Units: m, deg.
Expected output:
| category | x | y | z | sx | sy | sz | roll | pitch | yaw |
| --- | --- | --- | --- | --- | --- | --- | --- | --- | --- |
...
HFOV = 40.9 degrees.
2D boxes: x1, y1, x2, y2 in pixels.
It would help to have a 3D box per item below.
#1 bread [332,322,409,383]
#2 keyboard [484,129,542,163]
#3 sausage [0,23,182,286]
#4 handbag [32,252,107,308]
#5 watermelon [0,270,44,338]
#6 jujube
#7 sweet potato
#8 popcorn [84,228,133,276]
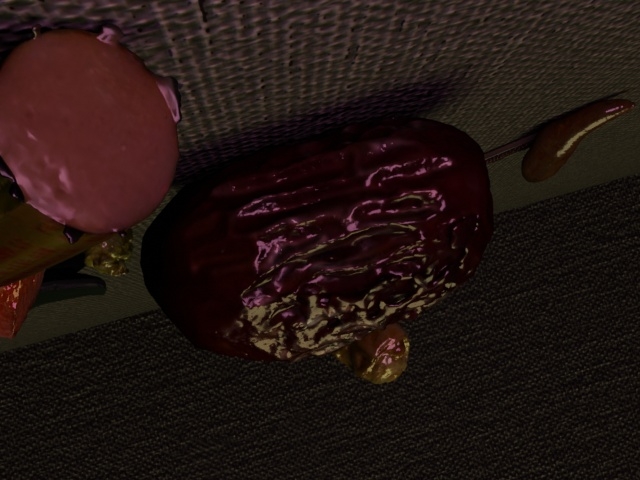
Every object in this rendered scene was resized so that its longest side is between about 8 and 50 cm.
| category | x | y | z | sx | sy | sz | roll | pitch | yaw |
| --- | --- | --- | --- | --- | --- | --- | --- | --- | --- |
| bread | -0.035 | 0.056 | 1.085 | 0.077 | 0.368 | 0.084 | -22 | 135 | -42 |
| keyboard | 0.331 | -0.155 | 1.404 | 0.055 | 0.017 | 0.166 | -10 | 171 | -45 |
| sausage | -0.223 | -0.021 | 0.576 | 0.117 | 0.125 | 0.317 | 37 | 143 | -28 |
| handbag | -0.442 | 0.067 | 1.108 | 0.260 | 0.079 | 0.247 | -17 | 174 | 19 |
| watermelon | -0.315 | 0.004 | 0.795 | 0.193 | 0.137 | 0.145 | -24 | 138 | -46 |
| jujube | 0.000 | 0.000 | 0.926 | 0.377 | 0.258 | 0.258 | -10 | 176 | 8 |
| sweet potato | 0.367 | -0.148 | 1.310 | 0.078 | 0.058 | 0.255 | 7 | 154 | -19 |
| popcorn | -0.273 | 0.009 | 1.123 | 0.060 | 0.068 | 0.083 | 1 | -145 | 16 |
